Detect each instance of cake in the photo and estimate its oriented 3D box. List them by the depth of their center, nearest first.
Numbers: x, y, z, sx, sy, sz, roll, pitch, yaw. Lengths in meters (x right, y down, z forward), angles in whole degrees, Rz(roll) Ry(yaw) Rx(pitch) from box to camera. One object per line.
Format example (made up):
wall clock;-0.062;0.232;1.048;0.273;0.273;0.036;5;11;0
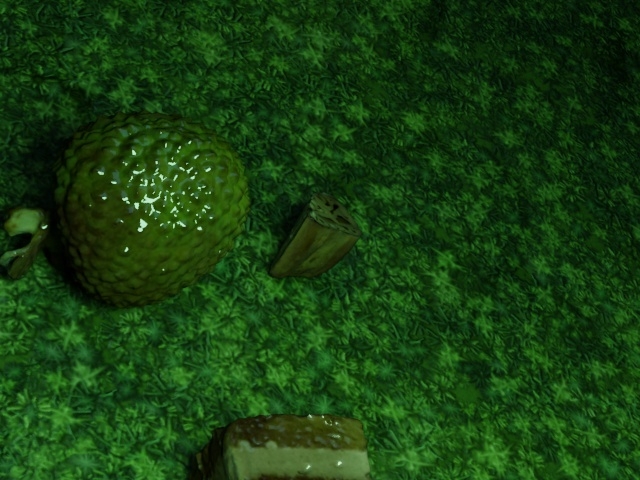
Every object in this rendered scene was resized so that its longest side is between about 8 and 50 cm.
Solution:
cake;-0.035;0.378;1.931;0.198;0.196;0.293;3;55;-26

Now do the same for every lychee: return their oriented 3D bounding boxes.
lychee;-0.253;-0.040;2.118;0.270;0.320;0.270;32;49;-45

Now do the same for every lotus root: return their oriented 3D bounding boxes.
lotus root;-0.004;0.001;2.324;0.095;0.135;0.159;36;30;1
